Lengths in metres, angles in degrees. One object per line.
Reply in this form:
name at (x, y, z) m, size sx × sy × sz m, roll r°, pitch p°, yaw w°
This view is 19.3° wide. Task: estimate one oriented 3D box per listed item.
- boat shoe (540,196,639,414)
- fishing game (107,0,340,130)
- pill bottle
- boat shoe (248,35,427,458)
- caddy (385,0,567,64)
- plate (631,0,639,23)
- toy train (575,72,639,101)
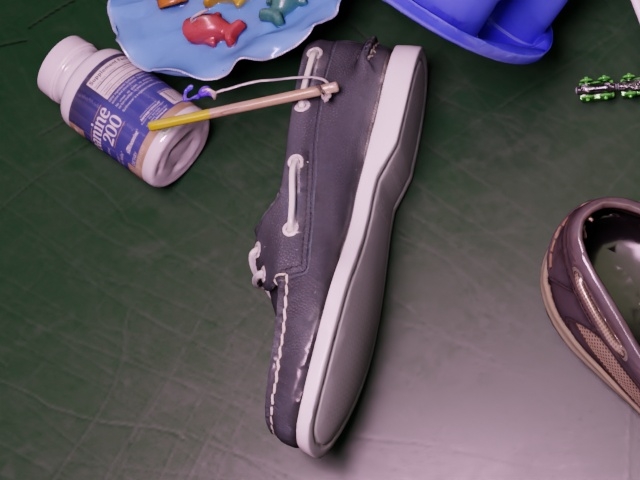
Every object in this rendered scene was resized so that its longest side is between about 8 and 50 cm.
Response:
boat shoe at (0.273, 0.105, 1.182) m, size 0.355 × 0.130 × 0.132 m, roll 40°, pitch 85°, yaw 19°
fishing game at (-0.069, -0.193, 1.344) m, size 0.189 × 0.041 × 0.264 m, roll -7°, pitch 53°, yaw 13°
pill bottle at (-0.144, -0.096, 1.357) m, size 0.120 × 0.067 × 0.067 m, roll 36°, pitch 84°, yaw 18°
boat shoe at (0.000, 0.000, 1.283) m, size 0.091 × 0.114 × 0.302 m, roll 9°, pitch 64°, yaw 14°
caddy at (0.049, -0.262, 1.272) m, size 0.341 × 0.241 × 0.179 m, roll 50°, pitch 116°, yaw 20°
plate at (0.350, -0.142, 1.218) m, size 0.278 × 0.045 × 0.277 m, roll -23°, pitch 82°, yaw 34°
toy train at (0.220, -0.107, 1.310) m, size 0.083 × 0.024 × 0.017 m, roll -4°, pitch 82°, yaw 10°
